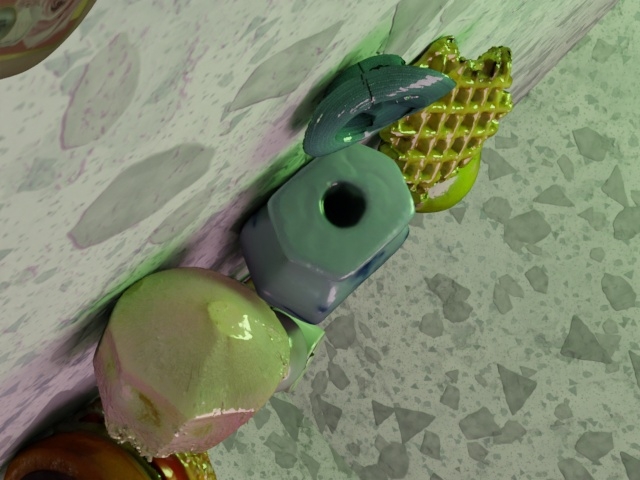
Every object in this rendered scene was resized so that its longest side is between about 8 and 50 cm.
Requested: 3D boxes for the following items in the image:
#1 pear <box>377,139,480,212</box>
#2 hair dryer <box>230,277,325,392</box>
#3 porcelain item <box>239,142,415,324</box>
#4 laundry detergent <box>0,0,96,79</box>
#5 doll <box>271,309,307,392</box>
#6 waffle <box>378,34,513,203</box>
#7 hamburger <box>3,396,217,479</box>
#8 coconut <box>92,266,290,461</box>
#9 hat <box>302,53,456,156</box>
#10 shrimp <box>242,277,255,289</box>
[{"bbox_3d":[0.195,-0.149,1.482,0.220,0.187,0.187,-40,173,-30],"label":"pear"},{"bbox_3d":[-0.045,0.064,1.517,0.362,0.203,0.128,-59,172,-7],"label":"hair dryer"},{"bbox_3d":[0.000,0.000,1.266,0.242,0.178,0.405,-42,177,-15],"label":"porcelain item"},{"bbox_3d":[-0.083,-0.157,0.267,0.237,0.076,0.171,-50,175,24],"label":"laundry detergent"},{"bbox_3d":[-0.137,0.180,1.329,0.221,0.221,0.251,-45,140,19],"label":"doll"},{"bbox_3d":[0.189,-0.190,1.280,0.291,0.051,0.291,-27,140,-26],"label":"waffle"},{"bbox_3d":[-0.334,0.425,1.423,0.330,0.330,0.250,-46,173,30],"label":"hamburger"},{"bbox_3d":[-0.163,0.153,1.076,0.233,0.233,0.245,-37,172,-38],"label":"coconut"},{"bbox_3d":[0.055,-0.168,0.991,0.191,0.077,0.138,-25,168,12],"label":"hat"},{"bbox_3d":[-0.147,0.105,1.683,0.161,0.049,0.166,-49,178,37],"label":"shrimp"}]
